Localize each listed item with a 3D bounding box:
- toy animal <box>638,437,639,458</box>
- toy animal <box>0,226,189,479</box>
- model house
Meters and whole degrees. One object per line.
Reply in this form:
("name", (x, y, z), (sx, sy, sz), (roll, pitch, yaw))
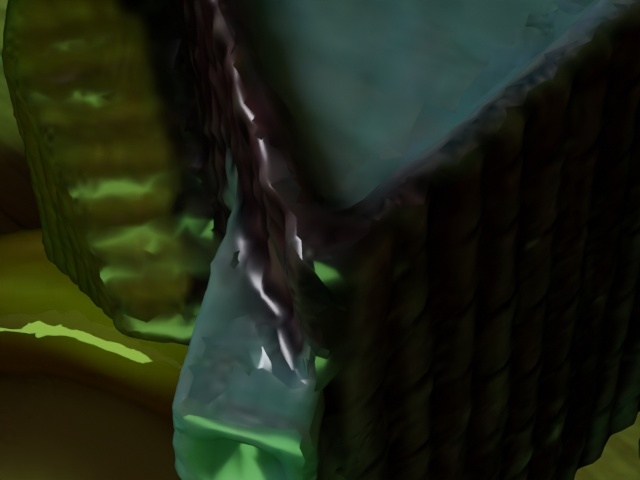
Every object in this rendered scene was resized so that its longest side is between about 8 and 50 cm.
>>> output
("toy animal", (0.166, 0.084, 0.756), (0.086, 0.069, 0.220), (19, 148, 39))
("toy animal", (-0.156, 0.154, 0.826), (0.277, 0.247, 0.345), (5, 150, -15))
("model house", (0.000, 0.000, 0.554), (0.230, 0.249, 0.280), (13, 146, 13))
